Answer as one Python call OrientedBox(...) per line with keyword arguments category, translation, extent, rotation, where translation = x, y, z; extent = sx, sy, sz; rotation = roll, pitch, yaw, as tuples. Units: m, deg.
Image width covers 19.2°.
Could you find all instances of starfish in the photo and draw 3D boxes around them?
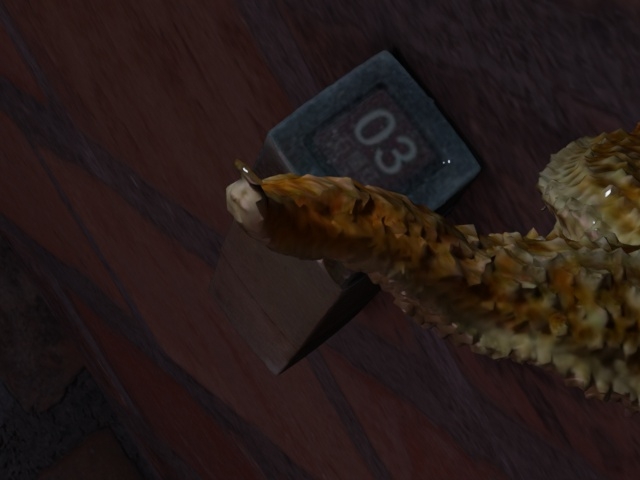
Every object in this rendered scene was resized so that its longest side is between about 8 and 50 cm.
OrientedBox(category="starfish", translation=(0.152, 0.059, 0.483), extent=(0.293, 0.084, 0.301), rotation=(44, -163, 17))

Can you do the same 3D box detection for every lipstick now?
OrientedBox(category="lipstick", translation=(0.000, 0.000, 1.037), extent=(0.079, 0.076, 0.371), rotation=(51, 166, 4))
